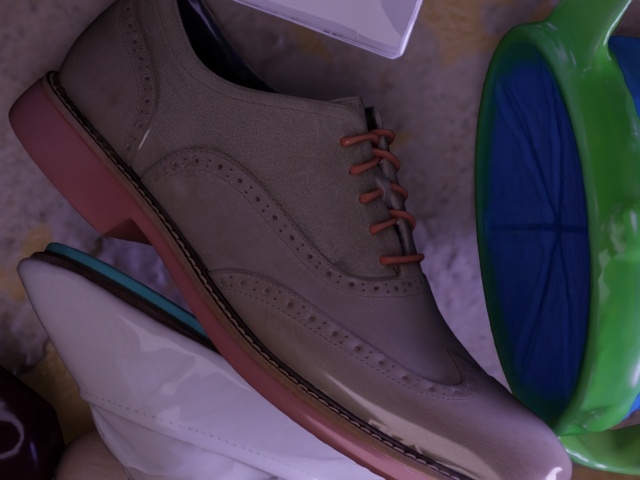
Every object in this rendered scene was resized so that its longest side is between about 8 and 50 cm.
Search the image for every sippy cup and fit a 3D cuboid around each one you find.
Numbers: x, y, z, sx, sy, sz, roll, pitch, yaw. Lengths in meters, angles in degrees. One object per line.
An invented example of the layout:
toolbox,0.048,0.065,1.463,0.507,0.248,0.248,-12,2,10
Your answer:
sippy cup,0.224,-0.013,0.945,0.224,0.240,0.305,-4,157,-9

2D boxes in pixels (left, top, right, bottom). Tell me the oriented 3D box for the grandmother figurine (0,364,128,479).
grandmother figurine,-0.245,0.146,1.068,0.343,0.104,0.207,5,132,0

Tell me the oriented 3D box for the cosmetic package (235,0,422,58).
cosmetic package,-0.053,-0.198,0.841,0.225,0.224,0.138,19,99,-8

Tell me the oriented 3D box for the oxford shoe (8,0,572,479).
oxford shoe,0.000,0.000,0.916,0.397,0.140,0.146,42,100,14

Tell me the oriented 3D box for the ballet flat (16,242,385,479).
ballet flat,-0.024,0.142,1.010,0.400,0.139,0.139,30,111,-25
